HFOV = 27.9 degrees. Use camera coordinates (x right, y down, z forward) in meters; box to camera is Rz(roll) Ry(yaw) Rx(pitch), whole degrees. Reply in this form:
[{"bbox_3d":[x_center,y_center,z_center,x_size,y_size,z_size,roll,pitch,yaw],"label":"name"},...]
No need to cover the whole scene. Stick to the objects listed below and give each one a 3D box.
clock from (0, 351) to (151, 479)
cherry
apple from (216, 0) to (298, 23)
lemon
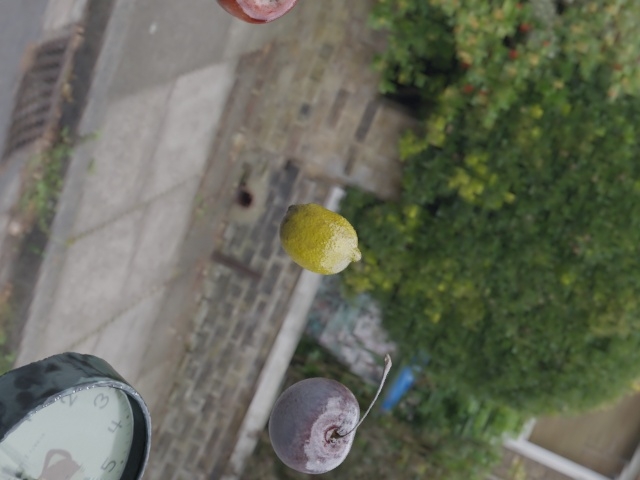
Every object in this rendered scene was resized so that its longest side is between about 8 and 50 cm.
[{"bbox_3d":[-0.332,0.285,1.498,0.325,0.067,0.325,-37,144,-34],"label":"clock"},{"bbox_3d":[0.004,0.216,1.707,0.148,0.115,0.188,100,14,-85],"label":"cherry"},{"bbox_3d":[-0.113,-0.468,2.200,0.168,0.181,0.181,-117,-144,-46],"label":"apple"},{"bbox_3d":[0.000,0.000,1.574,0.082,0.110,0.082,-50,161,-24],"label":"lemon"}]
